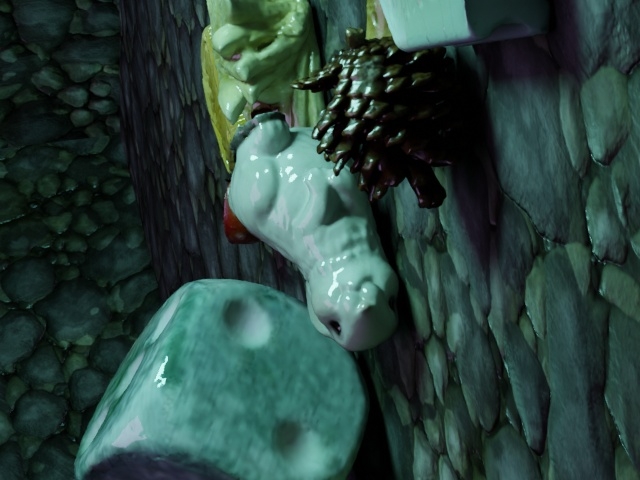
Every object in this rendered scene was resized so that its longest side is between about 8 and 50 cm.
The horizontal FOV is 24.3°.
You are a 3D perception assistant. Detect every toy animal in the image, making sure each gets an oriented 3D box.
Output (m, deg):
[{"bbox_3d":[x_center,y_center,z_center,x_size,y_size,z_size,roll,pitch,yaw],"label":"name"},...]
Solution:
[{"bbox_3d":[0.000,0.000,2.068,0.357,0.194,0.258,68,152,19],"label":"toy animal"}]

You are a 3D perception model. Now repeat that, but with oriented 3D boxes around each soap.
[{"bbox_3d":[0.134,-0.286,1.527,0.289,0.095,0.173,-163,67,-74],"label":"soap"}]

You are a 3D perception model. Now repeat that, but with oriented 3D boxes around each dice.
[{"bbox_3d":[-0.144,0.276,2.214,0.328,0.330,0.348,-44,17,47],"label":"dice"}]

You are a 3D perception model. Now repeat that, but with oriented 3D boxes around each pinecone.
[{"bbox_3d":[0.077,-0.134,1.674,0.185,0.168,0.212,-21,80,33],"label":"pinecone"}]

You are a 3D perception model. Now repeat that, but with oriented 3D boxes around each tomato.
[{"bbox_3d":[-0.109,-0.060,2.617,0.159,0.091,0.139,-42,-43,-75],"label":"tomato"}]

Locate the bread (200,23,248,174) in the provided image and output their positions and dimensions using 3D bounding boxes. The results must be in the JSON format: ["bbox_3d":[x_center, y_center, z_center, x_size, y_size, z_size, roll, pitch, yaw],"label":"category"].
[{"bbox_3d":[-0.125,-0.242,2.509,0.152,0.119,0.288,98,160,-56],"label":"bread"}]

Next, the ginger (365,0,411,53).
[{"bbox_3d":[0.088,-0.322,1.754,0.118,0.065,0.299,-128,35,-55],"label":"ginger"}]

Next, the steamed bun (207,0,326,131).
[{"bbox_3d":[-0.098,-0.302,2.264,0.247,0.189,0.428,153,109,-67],"label":"steamed bun"}]
